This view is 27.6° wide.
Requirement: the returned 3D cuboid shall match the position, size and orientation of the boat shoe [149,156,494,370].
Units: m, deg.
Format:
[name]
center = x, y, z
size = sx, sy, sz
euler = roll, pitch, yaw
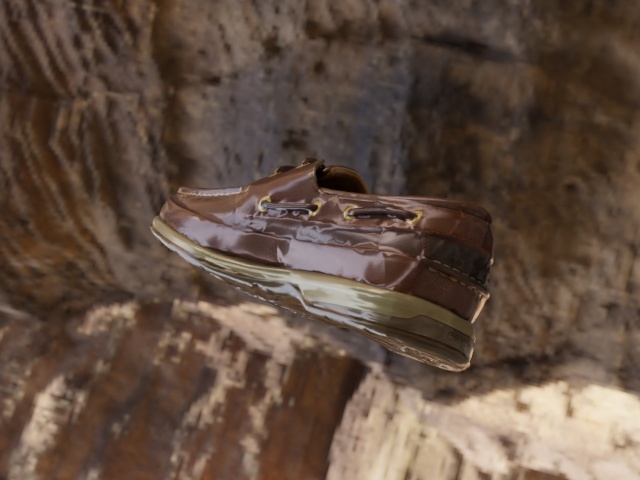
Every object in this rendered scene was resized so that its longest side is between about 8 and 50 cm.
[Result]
[boat shoe]
center = 0.000, 0.000, 0.513
size = 0.064, 0.178, 0.060
euler = 28, -98, -41
